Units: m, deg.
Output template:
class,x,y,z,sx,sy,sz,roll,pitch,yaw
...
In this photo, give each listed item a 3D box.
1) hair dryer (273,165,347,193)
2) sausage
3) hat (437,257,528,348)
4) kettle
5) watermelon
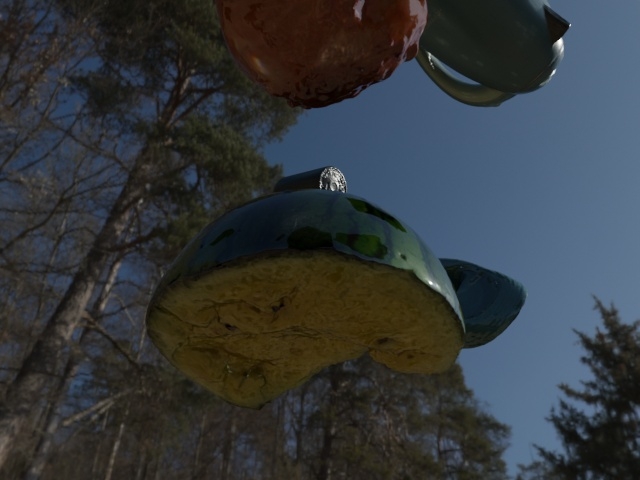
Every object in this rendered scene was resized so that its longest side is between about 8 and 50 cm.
class,x,y,z,sx,sy,sz,roll,pitch,yaw
hair dryer,0.000,0.000,0.863,0.100,0.198,0.057,-10,6,44
sausage,-0.001,-0.210,0.462,0.141,0.268,0.153,-8,-49,9
hat,0.196,0.094,0.855,0.190,0.138,0.078,17,-36,44
kettle,0.331,-0.431,1.293,0.342,0.247,0.319,40,-30,-10
watermelon,-0.020,0.049,0.681,0.330,0.189,0.331,-1,-43,-1
